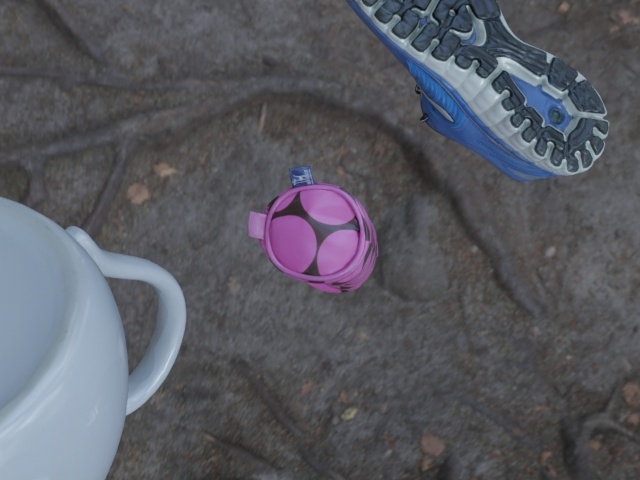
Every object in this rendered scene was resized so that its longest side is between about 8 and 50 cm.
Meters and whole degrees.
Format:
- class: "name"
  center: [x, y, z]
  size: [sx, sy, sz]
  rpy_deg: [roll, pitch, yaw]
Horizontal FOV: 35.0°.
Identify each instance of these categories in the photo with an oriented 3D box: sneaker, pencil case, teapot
- class: "sneaker"
  center: [0.122, -0.173, 1.000]
  size: [0.330, 0.147, 0.130]
  rpy_deg: [46, 67, -3]
- class: "pencil case"
  center: [0.000, 0.000, 0.904]
  size: [0.098, 0.209, 0.095]
  rpy_deg: [-2, 82, 6]
- class: "teapot"
  center: [-0.213, 0.104, 0.548]
  size: [0.255, 0.187, 0.253]
  rpy_deg: [-2, 42, 1]
